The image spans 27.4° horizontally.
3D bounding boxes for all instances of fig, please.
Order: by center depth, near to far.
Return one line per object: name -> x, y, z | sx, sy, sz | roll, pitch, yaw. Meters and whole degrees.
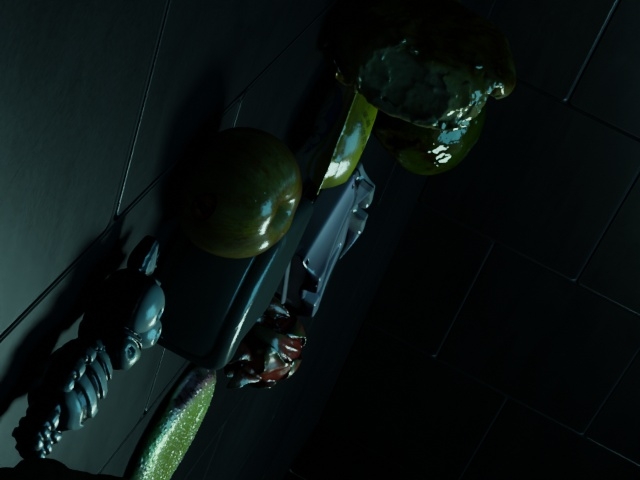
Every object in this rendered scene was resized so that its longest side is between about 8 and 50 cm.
fig -> 0.172, -0.223, 1.935 | 0.245, 0.195, 0.195 | -54, 174, 8

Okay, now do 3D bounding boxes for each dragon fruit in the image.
dragon fruit -> -0.084, 0.138, 1.814 | 0.121, 0.130, 0.142 | -30, 177, 8

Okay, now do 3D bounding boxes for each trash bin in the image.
trash bin -> -0.093, 0.029, 1.394 | 0.176, 0.101, 0.236 | -66, 174, 17

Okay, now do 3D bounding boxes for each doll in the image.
doll -> -0.185, 0.090, 1.105 | 0.219, 0.067, 0.091 | -60, 168, -30

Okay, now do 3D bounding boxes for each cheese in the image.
cheese -> 0.034, -0.162, 1.678 | 0.270, 0.069, 0.177 | -70, -178, -45

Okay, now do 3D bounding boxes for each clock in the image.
clock -> 0.000, 0.000, 1.967 | 0.186, 0.083, 0.253 | -59, 172, -22

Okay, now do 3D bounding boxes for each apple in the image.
apple -> -0.074, -0.043, 1.229 | 0.126, 0.102, 0.126 | -58, 165, -25

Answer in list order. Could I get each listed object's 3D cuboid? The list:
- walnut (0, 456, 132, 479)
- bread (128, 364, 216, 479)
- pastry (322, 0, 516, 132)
walnut -> -0.206, 0.271, 0.941 | 0.248, 0.248, 0.248 | -60, 172, -14
bread -> -0.197, 0.263, 1.759 | 0.228, 0.034, 0.228 | -62, 172, -15
pastry -> 0.114, -0.217, 1.524 | 0.218, 0.229, 0.100 | -109, -145, -43
